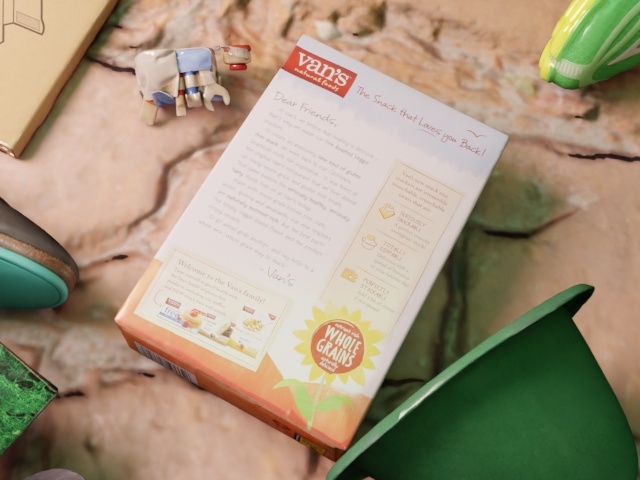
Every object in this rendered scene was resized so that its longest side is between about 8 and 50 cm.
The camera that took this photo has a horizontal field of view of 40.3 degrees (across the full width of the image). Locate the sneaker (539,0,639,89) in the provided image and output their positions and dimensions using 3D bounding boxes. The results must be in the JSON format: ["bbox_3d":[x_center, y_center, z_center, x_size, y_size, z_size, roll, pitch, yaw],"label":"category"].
[{"bbox_3d":[0.298,-0.164,0.623,0.295,0.109,0.123,-18,66,-11],"label":"sneaker"}]

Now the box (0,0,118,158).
[{"bbox_3d":[-0.244,-0.174,0.640,0.164,0.021,0.201,23,69,6],"label":"box"}]

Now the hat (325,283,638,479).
[{"bbox_3d":[0.137,0.141,0.454,0.208,0.173,0.183,-31,71,-17],"label":"hat"}]

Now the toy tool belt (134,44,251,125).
[{"bbox_3d":[-0.088,-0.109,0.615,0.083,0.052,0.051,-5,100,-2],"label":"toy tool belt"}]

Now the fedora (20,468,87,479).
[{"bbox_3d":[-0.066,0.266,0.377,0.152,0.334,0.334,4,64,-35],"label":"fedora"}]

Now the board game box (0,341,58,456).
[{"bbox_3d":[-0.276,0.043,0.435,0.260,0.030,0.136,43,72,-10],"label":"board game box"}]

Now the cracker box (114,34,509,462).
[{"bbox_3d":[0.000,0.000,0.561,0.156,0.067,0.232,28,70,7],"label":"cracker box"}]

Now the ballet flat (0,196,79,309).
[{"bbox_3d":[-0.285,-0.018,0.540,0.280,0.095,0.096,4,56,-2],"label":"ballet flat"}]
